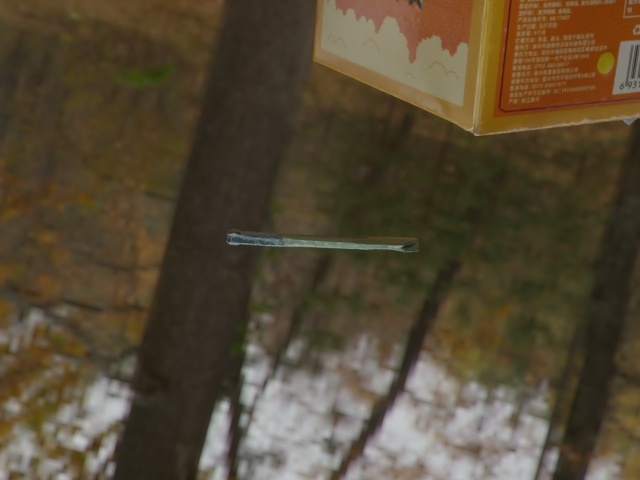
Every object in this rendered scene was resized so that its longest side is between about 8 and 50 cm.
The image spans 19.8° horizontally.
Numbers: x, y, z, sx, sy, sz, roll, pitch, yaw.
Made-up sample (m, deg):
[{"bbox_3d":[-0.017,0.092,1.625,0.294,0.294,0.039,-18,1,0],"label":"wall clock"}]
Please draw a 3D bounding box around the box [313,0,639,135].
[{"bbox_3d":[0.181,-0.236,1.645,0.283,0.214,0.259,-7,-156,-33],"label":"box"}]

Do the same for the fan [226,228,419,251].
[{"bbox_3d":[0.000,0.000,1.759,0.193,0.016,0.038,2,-175,17],"label":"fan"}]

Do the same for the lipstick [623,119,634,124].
[{"bbox_3d":[0.399,-0.236,1.778,0.051,0.312,0.051,41,-160,-23],"label":"lipstick"}]
